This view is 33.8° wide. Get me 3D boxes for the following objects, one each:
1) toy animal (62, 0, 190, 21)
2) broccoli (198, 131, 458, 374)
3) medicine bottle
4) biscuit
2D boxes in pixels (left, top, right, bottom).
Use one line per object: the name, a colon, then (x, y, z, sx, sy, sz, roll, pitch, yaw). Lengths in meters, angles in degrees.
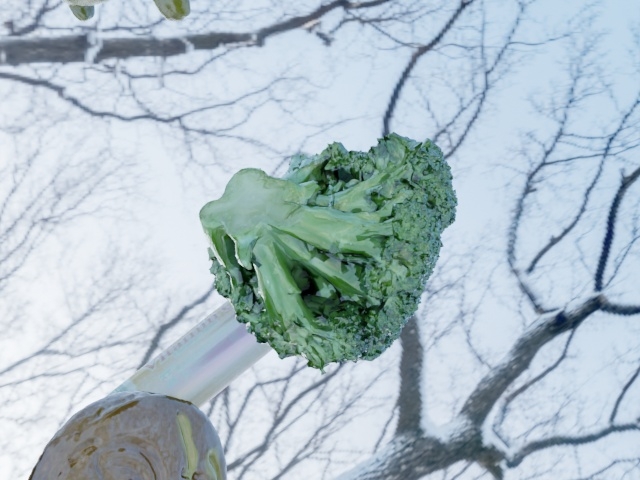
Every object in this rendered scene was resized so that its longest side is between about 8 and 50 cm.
toy animal: (-0.152, -0.361, 1.187, 0.363, 0.180, 0.181, 1, -117, 10)
broccoli: (0.000, 0.000, 1.087, 0.294, 0.245, 0.265, -15, -118, 25)
medicine bottle: (-0.136, 0.145, 1.416, 0.426, 0.108, 0.108, -38, -105, -15)
biscuit: (-0.237, 0.358, 1.157, 0.070, 0.350, 0.394, 6, -105, 36)
